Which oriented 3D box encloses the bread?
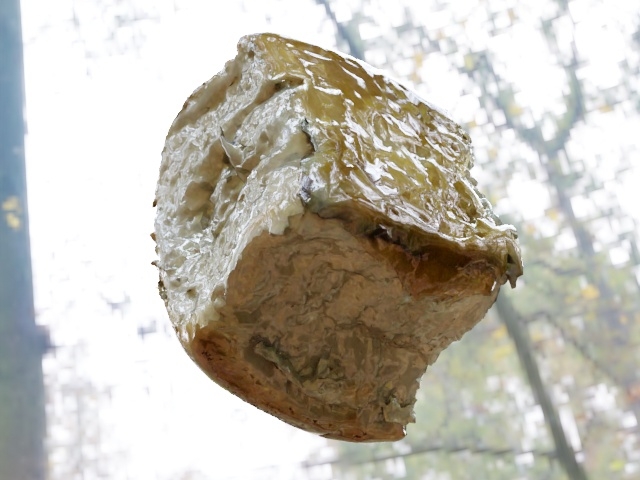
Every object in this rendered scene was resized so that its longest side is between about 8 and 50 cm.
[{"bbox_3d":[-0.002,0.001,0.445,0.070,0.083,0.076,20,-56,-27],"label":"bread"}]
